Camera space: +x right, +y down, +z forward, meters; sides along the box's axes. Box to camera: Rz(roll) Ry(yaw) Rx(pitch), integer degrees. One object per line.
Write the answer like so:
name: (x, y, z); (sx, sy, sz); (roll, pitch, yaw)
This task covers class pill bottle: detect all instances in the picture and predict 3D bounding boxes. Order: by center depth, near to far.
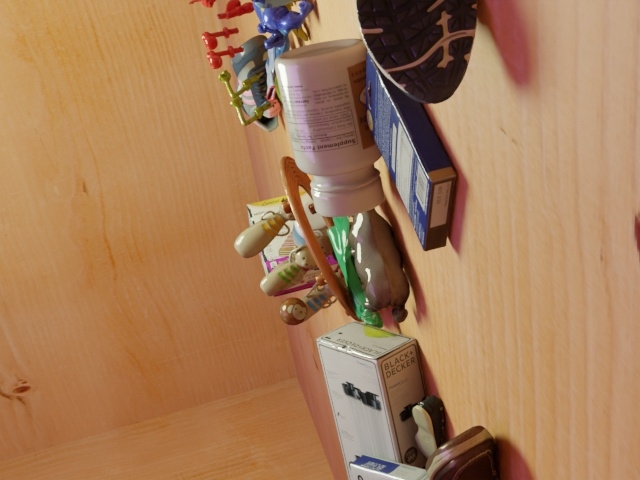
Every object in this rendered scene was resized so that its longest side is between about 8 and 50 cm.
pill bottle: (0.021, -0.156, 1.298); (0.131, 0.131, 0.229); (-124, 21, -68)
pill bottle: (-0.014, -0.031, 1.958); (0.160, 0.087, 0.087); (102, 152, -74)

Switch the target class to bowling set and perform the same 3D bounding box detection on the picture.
bowling set: (-0.021, 0.078, 1.826); (0.287, 0.154, 0.200); (46, -170, -37)

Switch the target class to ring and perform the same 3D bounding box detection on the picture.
ring: (0.000, 0.000, 1.705); (0.336, 0.032, 0.336); (60, -169, -21)

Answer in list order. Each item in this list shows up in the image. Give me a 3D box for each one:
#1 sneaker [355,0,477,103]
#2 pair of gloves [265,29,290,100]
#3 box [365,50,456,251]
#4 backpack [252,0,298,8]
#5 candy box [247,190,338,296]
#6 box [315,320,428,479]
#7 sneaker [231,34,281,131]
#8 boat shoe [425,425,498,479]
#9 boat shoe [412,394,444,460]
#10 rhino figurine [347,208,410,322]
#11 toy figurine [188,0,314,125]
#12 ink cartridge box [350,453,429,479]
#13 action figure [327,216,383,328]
sneaker: (0.084, -0.249, 0.889); (0.122, 0.110, 0.283); (47, -154, -67)
pair of gloves: (-0.082, -0.380, 1.830); (0.198, 0.023, 0.159); (122, 151, -62)
box: (0.105, -0.115, 1.125); (0.136, 0.037, 0.225); (87, 165, -55)
backpack: (-0.042, -0.414, 1.223); (0.116, 0.158, 0.173); (62, 156, 26)
candy box: (-0.064, 0.003, 2.119); (0.071, 0.159, 0.233); (87, 166, -50)
box: (0.101, 0.291, 1.531); (0.169, 0.087, 0.289); (9, 117, 54)
sneaker: (-0.135, -0.370, 2.211); (0.131, 0.112, 0.319); (56, 170, 13)
boat shoe: (0.194, 0.312, 1.168); (0.095, 0.095, 0.257); (56, 170, 26)
boat shoe: (0.171, 0.293, 1.423); (0.049, 0.042, 0.133); (32, 144, 41)
rhino figurine: (0.078, 0.003, 1.414); (0.106, 0.073, 0.243); (85, 170, -70)
toy figurine: (-0.105, -0.402, 1.581); (0.217, 0.191, 0.362); (94, 159, -54)
ink cartridge box: (0.155, 0.456, 1.434); (0.223, 0.045, 0.223); (-2, 108, 51)
action figure: (0.067, 0.056, 1.622); (0.137, 0.064, 0.232); (90, 168, -60)
